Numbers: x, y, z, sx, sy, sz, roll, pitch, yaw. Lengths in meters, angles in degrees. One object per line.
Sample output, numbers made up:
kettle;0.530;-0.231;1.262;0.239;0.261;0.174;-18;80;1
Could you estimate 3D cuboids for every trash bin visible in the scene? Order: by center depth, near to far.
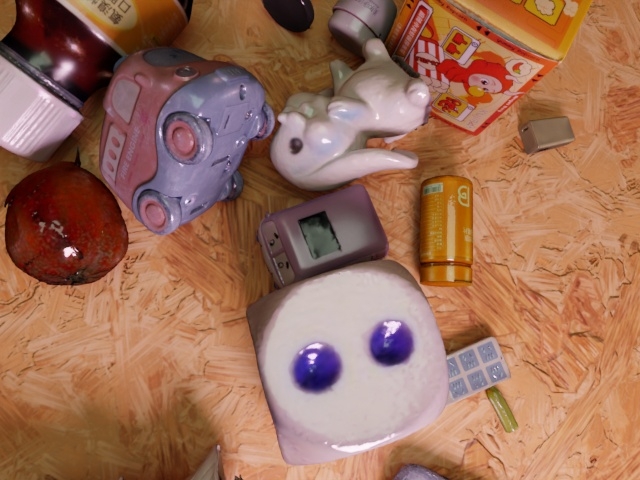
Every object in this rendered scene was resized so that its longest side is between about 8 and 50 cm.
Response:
trash bin;0.458;-0.215;1.001;0.092;0.043;0.061;-13;81;-11

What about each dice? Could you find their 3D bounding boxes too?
dice;0.031;0.182;0.759;0.251;0.259;0.243;-16;80;-10

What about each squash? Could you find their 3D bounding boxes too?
squash;0.325;0.301;0.893;0.027;0.027;0.083;-24;83;-12

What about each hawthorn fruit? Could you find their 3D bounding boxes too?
hawthorn fruit;-0.402;-0.042;0.793;0.181;0.181;0.235;-6;67;-9

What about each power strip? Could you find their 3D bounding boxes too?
power strip;0.248;0.239;0.890;0.192;0.035;0.082;-19;83;-12

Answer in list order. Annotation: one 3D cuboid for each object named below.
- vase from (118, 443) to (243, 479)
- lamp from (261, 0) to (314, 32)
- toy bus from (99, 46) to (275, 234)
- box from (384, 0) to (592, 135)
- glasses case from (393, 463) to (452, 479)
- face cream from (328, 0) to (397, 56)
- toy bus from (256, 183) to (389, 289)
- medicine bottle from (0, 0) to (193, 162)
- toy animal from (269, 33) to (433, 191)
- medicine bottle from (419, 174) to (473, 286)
vase;-0.307;0.457;0.679;0.445;0.250;0.250;-19;83;-16
lamp;0.057;-0.525;0.996;0.371;0.130;0.109;-35;110;-26
toy bus;-0.235;-0.170;0.780;0.231;0.294;0.197;38;35;8
box;0.271;-0.372;0.880;0.259;0.283;0.214;29;75;-2
glasses case;0.241;0.474;0.829;0.282;0.067;0.109;28;80;-4
face cream;0.080;-0.419;0.944;0.117;0.117;0.104;37;94;0
toy bus;0.000;0.000;0.844;0.202;0.142;0.142;-21;83;-11
medicine bottle;-0.401;-0.319;0.811;0.242;0.242;0.395;33;89;-1
toy animal;0.051;-0.209;0.870;0.289;0.174;0.249;-11;47;14
medicine bottle;0.229;-0.015;0.903;0.096;0.096;0.192;5;78;-7
